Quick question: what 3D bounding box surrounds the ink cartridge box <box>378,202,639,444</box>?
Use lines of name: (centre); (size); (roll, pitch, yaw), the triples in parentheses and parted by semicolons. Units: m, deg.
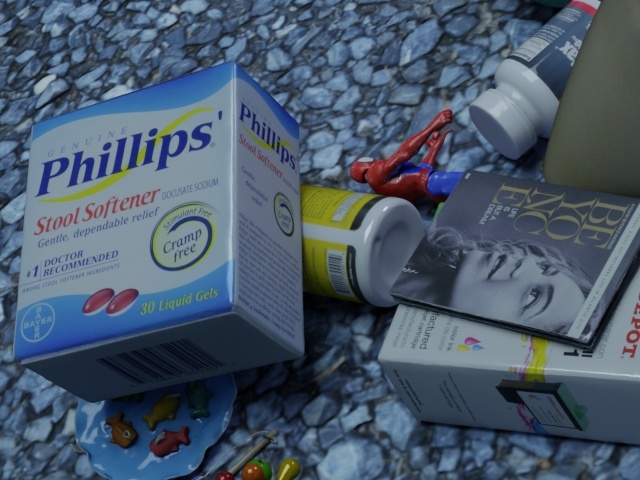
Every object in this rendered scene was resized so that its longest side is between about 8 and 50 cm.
ink cartridge box: (0.226, 0.075, 1.409); (0.278, 0.117, 0.201); (2, 52, 31)

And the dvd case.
dvd case: (0.192, 0.011, 1.386); (0.221, 0.018, 0.164); (13, 58, 38)

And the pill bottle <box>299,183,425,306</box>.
pill bottle: (0.000, 0.000, 1.611); (0.208, 0.119, 0.119); (10, 57, 36)

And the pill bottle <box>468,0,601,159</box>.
pill bottle: (0.257, -0.177, 1.633); (0.180, 0.108, 0.108); (-42, 43, -9)

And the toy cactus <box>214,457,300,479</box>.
toy cactus: (-0.080, 0.308, 1.398); (0.180, 0.112, 0.219); (-31, 50, 16)

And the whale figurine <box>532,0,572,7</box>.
whale figurine: (0.310, -0.373, 1.793); (0.216, 0.141, 0.272); (-12, 22, 21)

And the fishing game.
fishing game: (-0.184, 0.174, 1.577); (0.189, 0.041, 0.264); (-38, 58, -8)

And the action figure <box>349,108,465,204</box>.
action figure: (0.160, -0.085, 1.618); (0.280, 0.091, 0.139); (11, 66, 36)

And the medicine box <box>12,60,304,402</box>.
medicine box: (-0.167, -0.004, 1.541); (0.263, 0.149, 0.289); (-15, 60, 23)

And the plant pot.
plant pot: (0.335, -0.128, 1.412); (0.274, 0.256, 0.256); (127, 160, -48)
